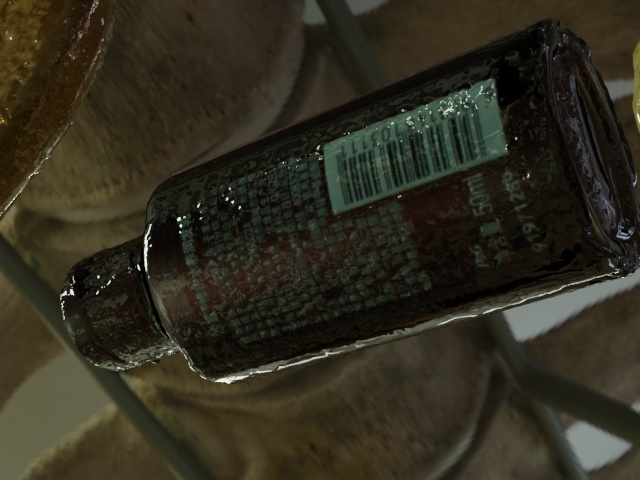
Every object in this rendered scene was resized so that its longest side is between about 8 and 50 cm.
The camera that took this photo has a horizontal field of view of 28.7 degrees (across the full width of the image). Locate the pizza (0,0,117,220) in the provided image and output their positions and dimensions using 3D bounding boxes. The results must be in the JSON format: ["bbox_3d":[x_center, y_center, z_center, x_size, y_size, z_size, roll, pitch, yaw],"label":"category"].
[{"bbox_3d":[-0.255,-0.131,1.019,0.182,0.365,0.074,-18,-44,34],"label":"pizza"}]

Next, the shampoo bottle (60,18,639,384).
[{"bbox_3d":[0.000,0.000,0.653,0.323,0.129,0.084,-21,-4,34],"label":"shampoo bottle"}]

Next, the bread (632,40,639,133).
[{"bbox_3d":[0.378,-0.128,1.087,0.244,0.134,0.245,1,-94,-8],"label":"bread"}]
